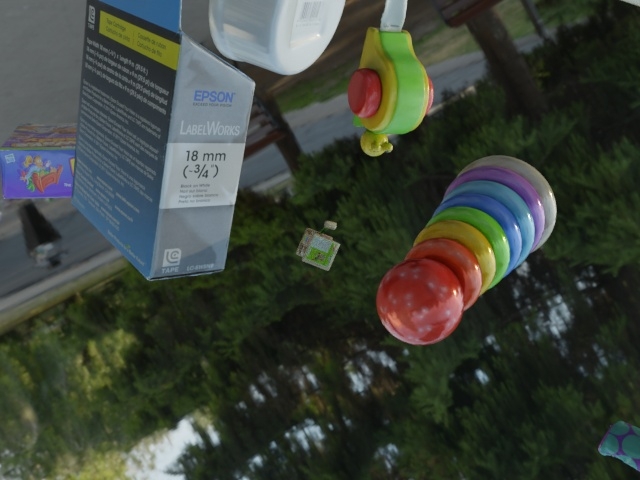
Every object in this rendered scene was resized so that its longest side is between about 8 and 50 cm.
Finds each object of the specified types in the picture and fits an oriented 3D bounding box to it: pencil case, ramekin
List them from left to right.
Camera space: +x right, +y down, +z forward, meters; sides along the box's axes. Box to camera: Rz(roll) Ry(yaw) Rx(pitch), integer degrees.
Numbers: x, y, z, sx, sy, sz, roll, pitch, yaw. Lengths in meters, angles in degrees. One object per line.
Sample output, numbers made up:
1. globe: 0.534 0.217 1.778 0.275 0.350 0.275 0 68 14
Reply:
1. ramekin: -0.067 -0.441 1.374 0.277 0.135 0.277 -49 157 -29
2. pencil case: 0.534 0.353 1.209 0.064 0.152 0.070 -33 142 -46

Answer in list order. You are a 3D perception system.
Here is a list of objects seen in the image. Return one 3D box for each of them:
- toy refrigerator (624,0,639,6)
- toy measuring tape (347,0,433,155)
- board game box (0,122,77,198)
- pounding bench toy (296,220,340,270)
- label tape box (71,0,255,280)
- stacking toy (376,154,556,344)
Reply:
1. toy refrigerator: 0.216 -0.173 0.372 0.102 0.269 0.094 -39 140 -15
2. toy measuring tape: 0.112 -0.259 1.026 0.121 0.121 0.330 -31 142 -50
3. board game box: -0.330 -0.140 1.247 0.347 0.078 0.233 -3 -161 -14
4. pounding bench toy: 0.000 0.000 1.318 0.083 0.052 0.065 -67 -163 6
5. label tape box: -0.185 -0.156 0.852 0.106 0.333 0.241 -6 -153 -38
6. stacking toy: 0.158 0.015 0.858 0.141 0.141 0.330 -27 -173 40
